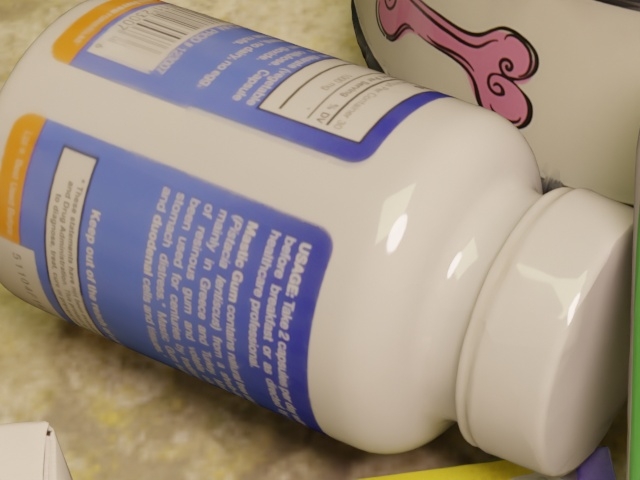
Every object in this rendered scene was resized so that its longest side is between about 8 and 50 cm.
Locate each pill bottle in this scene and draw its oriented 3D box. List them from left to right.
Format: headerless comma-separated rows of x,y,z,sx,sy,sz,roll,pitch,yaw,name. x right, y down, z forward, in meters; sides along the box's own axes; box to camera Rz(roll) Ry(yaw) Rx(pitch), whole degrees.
0.000,0.000,0.748,0.272,0.152,0.152,22,57,26,pill bottle

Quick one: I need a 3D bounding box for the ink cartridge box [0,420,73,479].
-0.210,0.172,0.612,0.283,0.207,0.117,-5,54,1,ink cartridge box

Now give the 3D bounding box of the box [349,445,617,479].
0.039,0.146,0.712,0.179,0.043,0.105,-9,51,1,box

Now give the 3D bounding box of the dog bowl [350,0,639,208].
0.211,-0.184,0.840,0.408,0.150,0.408,-4,41,3,dog bowl

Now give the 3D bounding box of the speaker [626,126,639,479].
0.173,0.074,0.626,0.131,0.131,0.296,2,83,8,speaker
